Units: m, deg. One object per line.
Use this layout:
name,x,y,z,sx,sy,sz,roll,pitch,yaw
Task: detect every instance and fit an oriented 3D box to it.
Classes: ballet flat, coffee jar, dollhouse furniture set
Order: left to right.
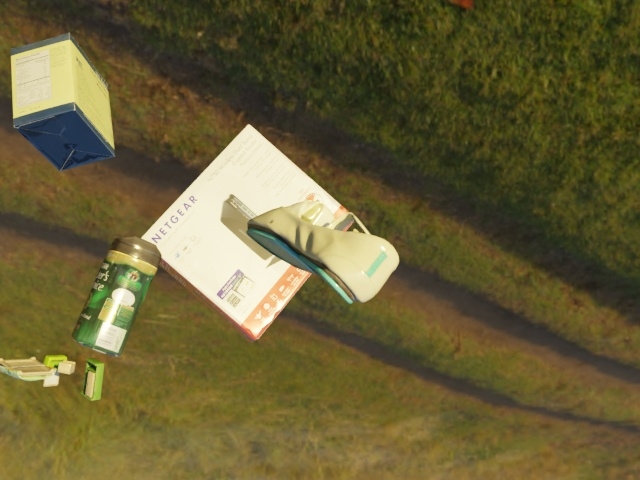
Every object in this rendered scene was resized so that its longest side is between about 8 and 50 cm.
dollhouse furniture set,-0.403,0.209,1.083,0.076,0.059,0.151,12,-177,43
coffee jar,-0.315,0.083,1.128,0.079,0.185,0.096,26,166,-23
ballet flat,0.000,0.000,0.777,0.086,0.086,0.248,20,-175,-32

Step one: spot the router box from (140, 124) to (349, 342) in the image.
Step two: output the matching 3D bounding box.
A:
router box,-0.147,-0.015,1.486,0.301,0.335,0.082,41,160,-4

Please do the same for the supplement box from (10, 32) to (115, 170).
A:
supplement box,-0.230,-0.122,0.651,0.056,0.083,0.083,-14,156,3
